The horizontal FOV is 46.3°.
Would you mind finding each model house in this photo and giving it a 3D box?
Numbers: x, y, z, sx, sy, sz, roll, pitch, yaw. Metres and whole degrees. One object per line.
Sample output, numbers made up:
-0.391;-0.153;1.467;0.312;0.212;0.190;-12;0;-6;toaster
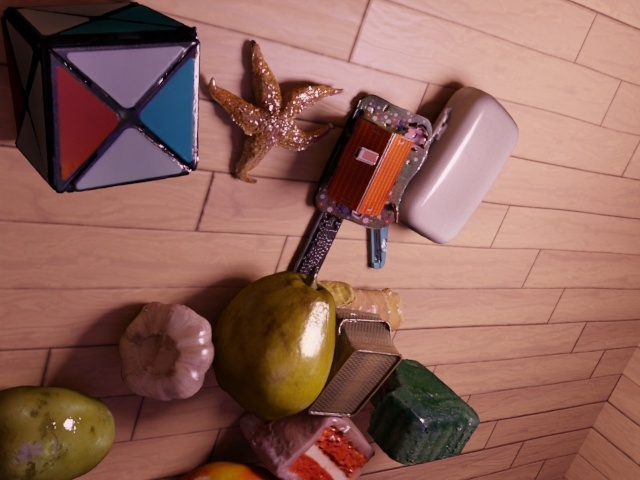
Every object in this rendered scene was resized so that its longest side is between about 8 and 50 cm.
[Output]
0.132;-0.153;1.670;0.207;0.154;0.293;21;105;-14;model house

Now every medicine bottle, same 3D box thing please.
0.336;-0.180;1.869;0.282;0.123;0.375;29;94;-51;medicine bottle

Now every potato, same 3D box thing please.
-0.566;0.398;1.518;0.304;0.216;0.215;24;102;-42;potato

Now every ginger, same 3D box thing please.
0.080;0.183;1.932;0.354;0.126;0.189;24;105;-41;ginger

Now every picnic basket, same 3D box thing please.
0.057;0.304;1.840;0.165;0.139;0.266;13;124;-35;picnic basket

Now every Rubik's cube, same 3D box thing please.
-0.357;-0.241;1.219;0.247;0.248;0.249;-14;124;-32;Rubik's cube

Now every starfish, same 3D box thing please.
-0.096;-0.266;1.538;0.299;0.060;0.302;-44;135;-1;starfish

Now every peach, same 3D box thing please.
-0.210;0.704;1.948;0.306;0.242;0.380;-19;140;-4;peach

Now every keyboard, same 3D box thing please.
0.000;0.000;1.814;0.094;0.025;0.230;9;112;-44;keyboard

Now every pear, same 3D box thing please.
-0.096;0.222;1.706;0.287;0.287;0.375;23;97;-44;pear

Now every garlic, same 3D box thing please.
-0.326;0.240;1.643;0.218;0.218;0.212;-47;172;-2;garlic

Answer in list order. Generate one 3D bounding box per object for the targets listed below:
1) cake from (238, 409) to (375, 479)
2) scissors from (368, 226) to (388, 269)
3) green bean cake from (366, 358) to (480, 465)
-0.031;0.533;2.009;0.237;0.230;0.309;-42;137;-4;cake
0.143;-0.083;1.863;0.180;0.032;0.392;-21;129;-25;scissors
0.250;0.481;2.128;0.300;0.308;0.169;8;115;-42;green bean cake
